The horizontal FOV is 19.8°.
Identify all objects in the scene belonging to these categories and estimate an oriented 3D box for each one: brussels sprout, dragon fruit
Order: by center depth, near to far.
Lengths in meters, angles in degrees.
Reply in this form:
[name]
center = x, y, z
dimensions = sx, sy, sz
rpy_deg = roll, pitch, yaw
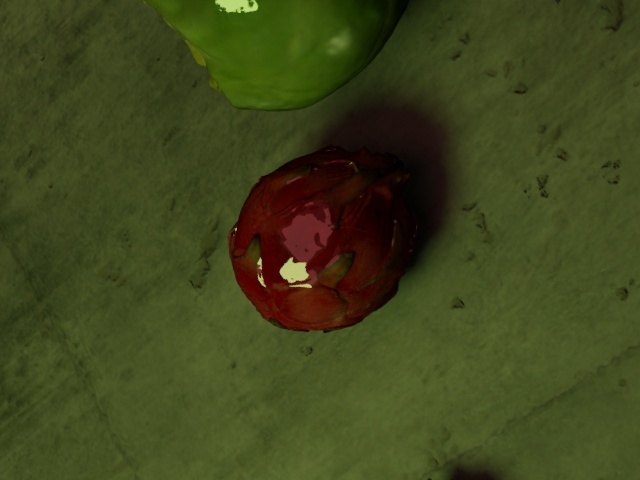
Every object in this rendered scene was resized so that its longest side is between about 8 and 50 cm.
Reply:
[brussels sprout]
center = -0.061, -0.287, 1.700
dimensions = 0.344, 0.268, 0.344
rpy_deg = 4, 96, 41
[dragon fruit]
center = 0.000, 0.000, 1.759
dimensions = 0.172, 0.172, 0.209
rpy_deg = 43, 124, 20

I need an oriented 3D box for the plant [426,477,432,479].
[plant]
center = 0.131, 0.290, 1.756
dimensions = 0.122, 0.116, 0.104
rpy_deg = 10, 116, 10
